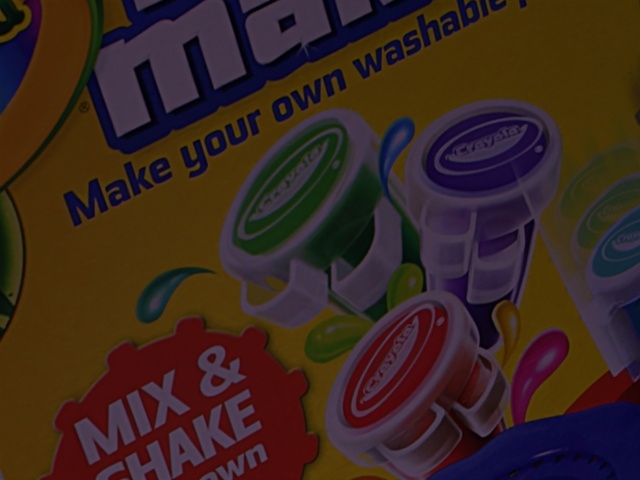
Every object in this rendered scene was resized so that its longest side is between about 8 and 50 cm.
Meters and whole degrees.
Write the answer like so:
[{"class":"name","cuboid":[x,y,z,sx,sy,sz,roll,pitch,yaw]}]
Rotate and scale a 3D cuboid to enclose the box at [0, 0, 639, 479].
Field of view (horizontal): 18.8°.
[{"class":"box","cuboid":[0.000,0.000,0.473,0.177,0.290,0.279,27,140,55]}]
